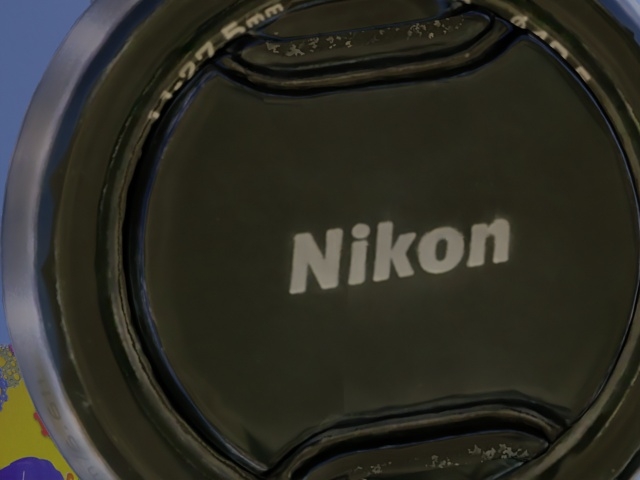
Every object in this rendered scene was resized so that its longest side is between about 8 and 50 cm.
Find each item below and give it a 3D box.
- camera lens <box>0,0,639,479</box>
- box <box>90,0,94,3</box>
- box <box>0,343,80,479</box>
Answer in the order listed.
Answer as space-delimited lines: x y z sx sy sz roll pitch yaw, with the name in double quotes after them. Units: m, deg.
0.000 0.000 0.613 0.219 0.274 0.219 0 -89 -9 "camera lens"
0.003 -0.248 0.949 0.183 0.294 0.296 20 -60 -37 "box"
-0.245 0.248 1.214 0.177 0.290 0.279 7 -24 -44 "box"
